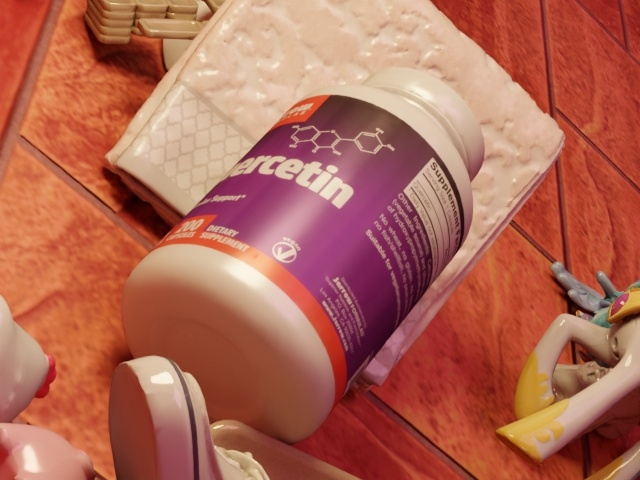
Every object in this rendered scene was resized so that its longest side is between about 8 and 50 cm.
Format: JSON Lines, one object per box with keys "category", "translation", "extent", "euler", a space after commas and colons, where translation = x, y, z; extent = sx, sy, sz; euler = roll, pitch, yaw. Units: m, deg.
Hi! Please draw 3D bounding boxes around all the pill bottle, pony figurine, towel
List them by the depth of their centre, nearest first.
{"category": "pill bottle", "translation": [0.000, 0.000, 1.414], "extent": [0.181, 0.181, 0.323], "euler": [48, 51, -10]}
{"category": "towel", "translation": [0.022, -0.081, 1.578], "extent": [0.332, 0.317, 0.053], "euler": [42, -16, -20]}
{"category": "pony figurine", "translation": [0.378, 0.141, 1.771], "extent": [0.351, 0.363, 0.303], "euler": [41, -12, -12]}

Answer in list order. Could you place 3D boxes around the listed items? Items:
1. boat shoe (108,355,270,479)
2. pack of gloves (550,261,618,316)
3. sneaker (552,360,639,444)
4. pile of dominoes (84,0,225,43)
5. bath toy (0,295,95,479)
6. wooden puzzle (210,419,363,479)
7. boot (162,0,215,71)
{"category": "boat shoe", "translation": [-0.066, 0.166, 1.074], "extent": [0.096, 0.088, 0.267], "euler": [-127, -155, -48]}
{"category": "pack of gloves", "translation": [0.374, 0.108, 2.109], "extent": [0.232, 0.046, 0.195], "euler": [32, 18, -36]}
{"category": "sneaker", "translation": [0.302, 0.151, 1.907], "extent": [0.232, 0.115, 0.090], "euler": [2, 55, -58]}
{"category": "pile of dominoes", "translation": [-0.091, -0.210, 1.659], "extent": [0.251, 0.040, 0.196], "euler": [-1, 29, -25]}
{"category": "bath toy", "translation": [-0.171, 0.184, 1.074], "extent": [0.129, 0.151, 0.348], "euler": [23, 33, -55]}
{"category": "wooden puzzle", "translation": [0.022, 0.334, 1.284], "extent": [0.322, 0.080, 0.347], "euler": [30, 39, -38]}
{"category": "boot", "translation": [-0.087, -0.134, 1.696], "extent": [0.086, 0.069, 0.190], "euler": [35, 31, -59]}
